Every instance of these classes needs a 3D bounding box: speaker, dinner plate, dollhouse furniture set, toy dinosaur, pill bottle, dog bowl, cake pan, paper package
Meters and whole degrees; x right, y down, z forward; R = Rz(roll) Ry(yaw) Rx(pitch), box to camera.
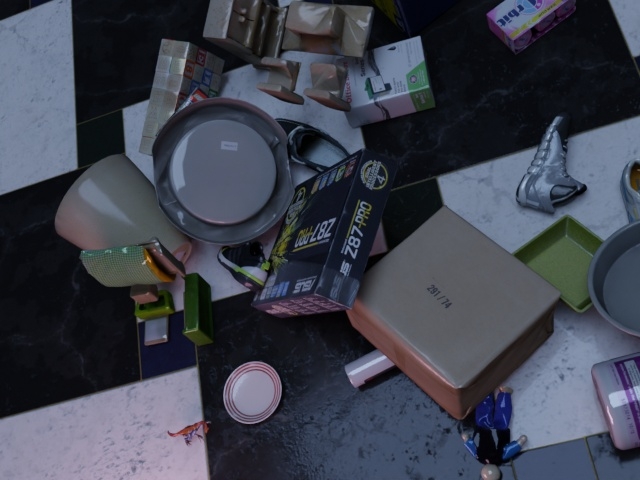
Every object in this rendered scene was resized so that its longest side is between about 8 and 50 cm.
[{"bbox_3d":[0.121,0.264,1.757,0.136,0.055,0.055,-28,62,6],"label":"speaker"},{"bbox_3d":[-0.152,0.343,1.841,0.141,0.017,0.141,-7,66,16],"label":"dinner plate"},{"bbox_3d":[-0.045,-0.516,2.003,0.394,0.256,0.362,13,91,27],"label":"dollhouse furniture set"},{"bbox_3d":[-0.286,0.427,1.822,0.082,0.090,0.047,-57,37,42],"label":"toy dinosaur"},{"bbox_3d":[-0.391,0.133,1.852,0.197,0.301,0.151,-12,62,12],"label":"dollhouse furniture set"},{"bbox_3d":[0.669,0.271,1.497,0.301,0.169,0.169,-17,63,12],"label":"pill bottle"},{"bbox_3d":[-0.233,-0.159,1.948,0.348,0.102,0.349,1,84,-10],"label":"dog bowl"},{"bbox_3d":[0.659,0.074,1.540,0.293,0.054,0.293,-17,45,18],"label":"cake pan"},{"bbox_3d":[0.266,0.140,1.664,0.309,0.168,0.325,-40,58,-16],"label":"paper package"}]

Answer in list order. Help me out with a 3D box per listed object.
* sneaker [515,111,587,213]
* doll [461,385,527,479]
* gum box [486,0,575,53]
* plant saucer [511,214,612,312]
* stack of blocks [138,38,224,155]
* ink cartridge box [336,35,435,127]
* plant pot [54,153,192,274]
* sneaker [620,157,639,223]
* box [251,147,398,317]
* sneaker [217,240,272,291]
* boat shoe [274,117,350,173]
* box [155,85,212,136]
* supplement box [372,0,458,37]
[{"bbox_3d":[0.532,-0.160,1.787,0.132,0.086,0.229,26,88,22],"label":"sneaker"},{"bbox_3d":[0.348,0.387,1.630,0.129,0.046,0.189,2,68,21],"label":"doll"},{"bbox_3d":[0.510,-0.551,1.965,0.188,0.062,0.107,-36,61,2],"label":"gum box"},{"bbox_3d":[0.517,0.056,1.684,0.188,0.045,0.188,-32,57,-25],"label":"plant saucer"},{"bbox_3d":[-0.359,-0.352,2.122,0.087,0.171,0.297,13,91,24],"label":"stack of blocks"},{"bbox_3d":[0.158,-0.386,2.001,0.219,0.092,0.160,-13,64,14],"label":"ink cartridge box"},{"bbox_3d":[-0.456,-0.028,2.002,0.274,0.256,0.256,38,84,11],"label":"plant pot"},{"bbox_3d":[0.675,-0.061,1.681,0.087,0.092,0.229,-18,64,9],"label":"sneaker"},{"bbox_3d":[0.000,0.000,1.753,0.097,0.395,0.318,23,75,-19],"label":"box"},{"bbox_3d":[-0.164,0.045,1.892,0.097,0.084,0.234,-56,30,1],"label":"sneaker"},{"bbox_3d":[-0.026,-0.234,2.002,0.302,0.091,0.114,29,79,27],"label":"boat shoe"},{"bbox_3d":[-0.270,-0.247,2.037,0.233,0.044,0.159,40,84,-15],"label":"box"},{"bbox_3d":[0.181,-0.728,2.082,0.195,0.194,0.356,-38,61,1],"label":"supplement box"}]
